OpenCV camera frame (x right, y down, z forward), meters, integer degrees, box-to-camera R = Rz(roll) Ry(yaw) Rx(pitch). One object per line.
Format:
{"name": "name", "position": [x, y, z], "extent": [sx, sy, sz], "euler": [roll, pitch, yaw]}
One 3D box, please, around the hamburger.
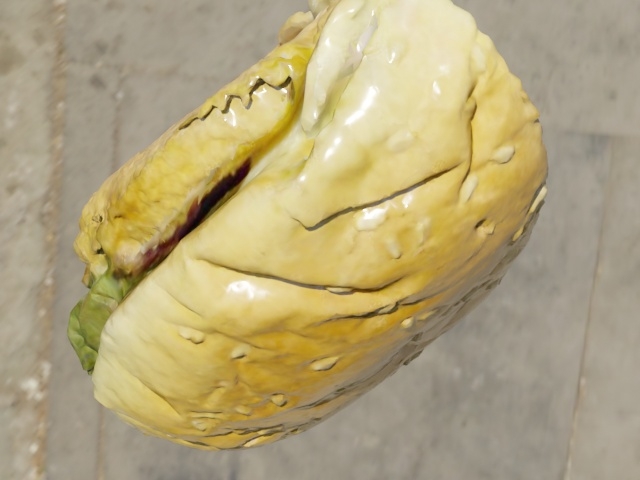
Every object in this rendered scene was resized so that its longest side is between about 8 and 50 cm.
{"name": "hamburger", "position": [0.000, 0.000, 0.625], "extent": [0.135, 0.208, 0.155], "euler": [45, 67, -6]}
